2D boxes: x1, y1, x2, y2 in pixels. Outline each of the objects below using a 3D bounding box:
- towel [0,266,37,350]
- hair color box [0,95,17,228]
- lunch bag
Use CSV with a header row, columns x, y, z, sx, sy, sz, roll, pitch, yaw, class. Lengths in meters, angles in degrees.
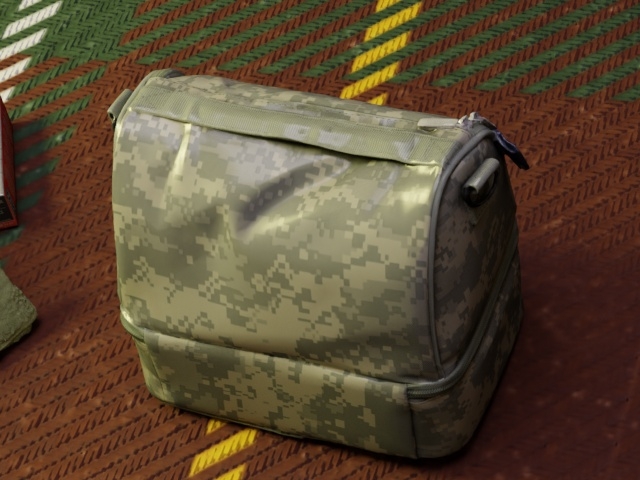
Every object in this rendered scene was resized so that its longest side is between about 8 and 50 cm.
x,y,z,sx,sy,sz,roll,pitch,yaw,class
-0.316,0.066,1.585,0.148,0.110,0.027,-39,16,-21,towel
-0.316,-0.068,1.743,0.072,0.043,0.141,-12,45,2,hair color box
0.000,0.000,1.459,0.305,0.256,0.212,12,52,23,lunch bag
